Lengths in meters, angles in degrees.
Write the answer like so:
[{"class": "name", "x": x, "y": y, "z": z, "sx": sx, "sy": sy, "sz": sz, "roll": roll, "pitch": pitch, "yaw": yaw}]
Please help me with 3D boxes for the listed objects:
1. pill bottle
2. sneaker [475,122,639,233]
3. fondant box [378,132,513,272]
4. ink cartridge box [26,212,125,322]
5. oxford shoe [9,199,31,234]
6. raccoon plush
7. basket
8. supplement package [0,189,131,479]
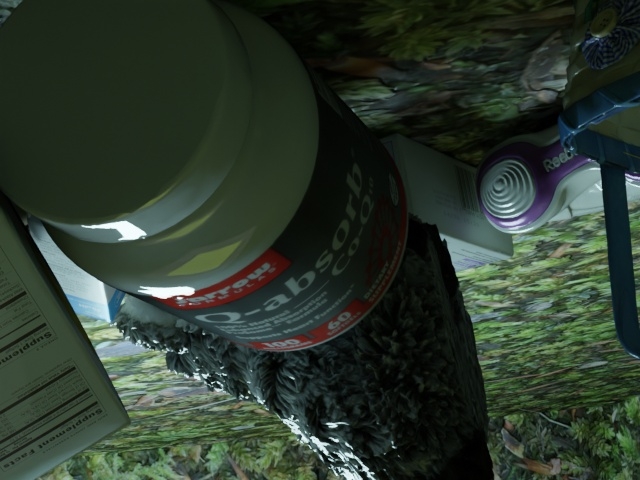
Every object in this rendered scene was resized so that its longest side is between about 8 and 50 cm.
[{"class": "pill bottle", "x": -0.079, "y": -0.049, "z": 1.026, "sx": 0.210, "sy": 0.210, "sz": 0.363, "roll": -13, "pitch": 163, "yaw": 16}, {"class": "sneaker", "x": 0.287, "y": -0.094, "z": 1.338, "sx": 0.152, "sy": 0.114, "sz": 0.305, "roll": -14, "pitch": 177, "yaw": -42}, {"class": "fondant box", "x": 0.000, "y": 0.000, "z": 1.496, "sx": 0.330, "sy": 0.096, "sz": 0.238, "roll": -18, "pitch": 162, "yaw": 28}, {"class": "ink cartridge box", "x": -0.186, "y": -0.022, "z": 1.180, "sx": 0.060, "sy": 0.104, "sz": 0.180, "roll": 17, "pitch": 151, "yaw": 8}, {"class": "oxford shoe", "x": -0.350, "y": -0.049, "z": 1.057, "sx": 0.348, "sy": 0.123, "sz": 0.130, "roll": 0, "pitch": 157, "yaw": -35}, {"class": "raccoon plush", "x": -0.016, "y": 0.162, "z": 1.226, "sx": 0.299, "sy": 0.446, "sz": 0.216, "roll": -15, "pitch": 140, "yaw": 11}, {"class": "basket", "x": 0.285, "y": -0.080, "z": 0.975, "sx": 0.201, "sy": 0.289, "sz": 0.254, "roll": 5, "pitch": 159, "yaw": -42}, {"class": "supplement package", "x": -0.287, "y": 0.040, "z": 0.971, "sx": 0.198, "sy": 0.199, "sz": 0.263, "roll": -30, "pitch": 143, "yaw": -9}]
